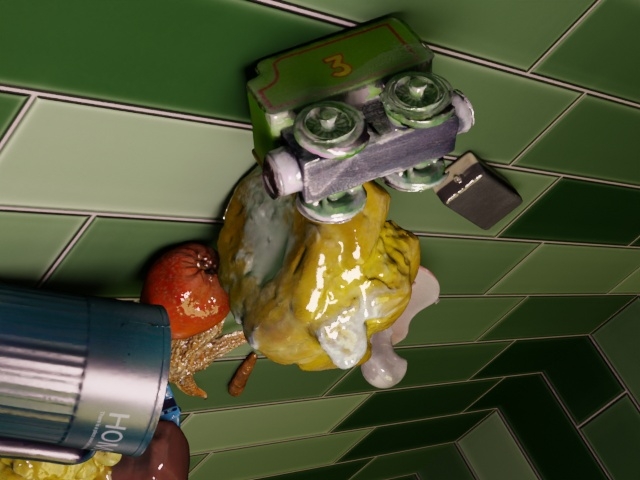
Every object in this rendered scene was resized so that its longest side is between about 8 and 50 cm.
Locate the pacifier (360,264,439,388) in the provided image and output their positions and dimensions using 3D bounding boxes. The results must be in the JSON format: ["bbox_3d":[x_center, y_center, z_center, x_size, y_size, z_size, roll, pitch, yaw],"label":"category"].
[{"bbox_3d":[0.111,0.164,2.229,0.220,0.273,0.332,-28,160,-43],"label":"pacifier"}]

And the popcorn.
[{"bbox_3d":[-0.476,0.336,1.888,0.258,0.224,0.270,-22,111,-6],"label":"popcorn"}]

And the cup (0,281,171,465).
[{"bbox_3d":[-0.417,0.203,1.660,0.292,0.242,0.308,12,156,-24],"label":"cup"}]

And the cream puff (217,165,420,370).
[{"bbox_3d":[0.012,0.038,1.711,0.276,0.378,0.378,14,132,-36],"label":"cream puff"}]

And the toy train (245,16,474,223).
[{"bbox_3d":[0.042,-0.173,1.504,0.307,0.248,0.173,-22,141,-15],"label":"toy train"}]

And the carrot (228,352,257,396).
[{"bbox_3d":[-0.172,0.296,2.372,0.036,0.035,0.165,-12,146,-33],"label":"carrot"}]

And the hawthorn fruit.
[{"bbox_3d":[-0.264,0.111,1.855,0.165,0.165,0.285,-4,160,-41],"label":"hawthorn fruit"}]

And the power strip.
[{"bbox_3d":[0.311,-0.097,2.123,0.105,0.070,0.257,-40,154,15],"label":"power strip"}]

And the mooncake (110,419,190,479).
[{"bbox_3d":[-0.416,0.466,2.144,0.326,0.174,0.334,27,141,-30],"label":"mooncake"}]

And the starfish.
[{"bbox_3d":[-0.240,0.219,2.088,0.293,0.084,0.302,-44,139,22],"label":"starfish"}]

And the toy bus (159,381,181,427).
[{"bbox_3d":[-0.346,0.378,2.258,0.090,0.106,0.184,-18,152,-17],"label":"toy bus"}]
